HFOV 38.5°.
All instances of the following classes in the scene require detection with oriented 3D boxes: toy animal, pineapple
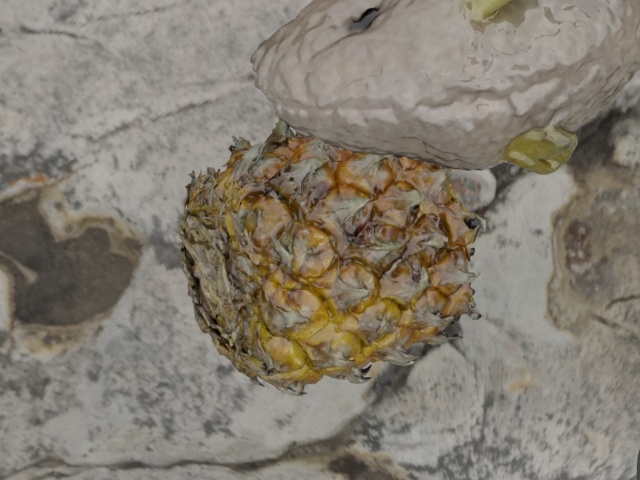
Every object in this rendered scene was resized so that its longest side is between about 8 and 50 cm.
[{"bbox_3d":[0.139,-0.157,0.702,0.358,0.188,0.226,-34,32,-27],"label":"toy animal"},{"bbox_3d":[0.001,0.002,1.084,0.300,0.352,0.352,-12,63,-27],"label":"pineapple"}]

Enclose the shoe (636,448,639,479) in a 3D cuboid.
[{"bbox_3d":[0.404,0.318,1.044,0.078,0.079,0.195,-8,101,-15],"label":"shoe"}]
